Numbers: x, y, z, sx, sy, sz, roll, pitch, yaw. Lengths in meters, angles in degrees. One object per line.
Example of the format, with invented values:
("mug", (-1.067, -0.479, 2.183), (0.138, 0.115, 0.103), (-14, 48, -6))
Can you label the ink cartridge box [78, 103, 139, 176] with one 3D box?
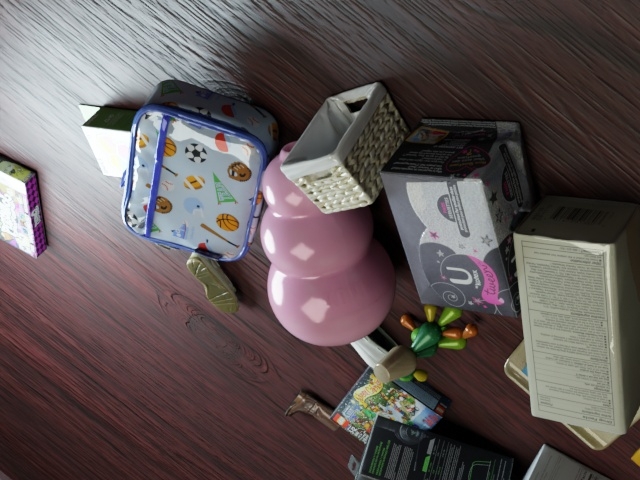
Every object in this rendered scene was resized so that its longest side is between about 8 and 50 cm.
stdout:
("ink cartridge box", (-0.345, -0.169, 1.948), (0.209, 0.062, 0.109), (10, 136, 32))

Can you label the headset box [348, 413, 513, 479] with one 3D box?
("headset box", (0.184, 0.468, 2.080), (0.283, 0.131, 0.246), (16, 143, 5))

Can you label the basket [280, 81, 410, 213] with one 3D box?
("basket", (0.041, -0.129, 1.601), (0.113, 0.167, 0.103), (-10, 127, 44))

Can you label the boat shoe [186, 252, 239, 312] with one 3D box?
("boat shoe", (-0.196, 0.074, 2.106), (0.056, 0.048, 0.153), (-14, 127, 32))

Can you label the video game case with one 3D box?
("video game case", (-0.665, -0.091, 2.300), (0.210, 0.042, 0.232), (27, 142, 15))

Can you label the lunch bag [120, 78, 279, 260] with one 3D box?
("lunch bag", (-0.205, -0.103, 1.816), (0.243, 0.115, 0.303), (17, 132, -1))

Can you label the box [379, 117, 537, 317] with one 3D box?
("box", (0.210, -0.031, 1.585), (0.163, 0.142, 0.247), (7, 134, 34))

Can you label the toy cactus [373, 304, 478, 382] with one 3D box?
("toy cactus", (0.154, 0.171, 1.824), (0.112, 0.180, 0.219), (56, 138, 9))

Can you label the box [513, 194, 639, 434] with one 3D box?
("box", (0.369, 0.105, 1.570), (0.148, 0.121, 0.311), (9, 123, 31))

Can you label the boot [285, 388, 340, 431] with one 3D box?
("boot", (-0.009, 0.355, 2.253), (0.114, 0.037, 0.106), (32, 145, 0))

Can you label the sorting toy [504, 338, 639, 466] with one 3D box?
("sorting toy", (0.440, 0.245, 1.732), (0.307, 0.041, 0.229), (41, 143, 12))

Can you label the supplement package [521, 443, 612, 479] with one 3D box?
("supplement package", (0.375, 0.529, 1.938), (0.145, 0.262, 0.204), (28, 142, 12))

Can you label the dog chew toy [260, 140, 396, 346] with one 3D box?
("dog chew toy", (0.000, 0.000, 1.750), (0.207, 0.206, 0.332), (7, 125, 34))

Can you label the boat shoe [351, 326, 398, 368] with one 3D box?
("boat shoe", (0.071, 0.152, 1.955), (0.063, 0.066, 0.184), (-29, 107, 36))

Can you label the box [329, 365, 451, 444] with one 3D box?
("box", (0.126, 0.318, 2.095), (0.159, 0.044, 0.233), (34, 142, 4))
